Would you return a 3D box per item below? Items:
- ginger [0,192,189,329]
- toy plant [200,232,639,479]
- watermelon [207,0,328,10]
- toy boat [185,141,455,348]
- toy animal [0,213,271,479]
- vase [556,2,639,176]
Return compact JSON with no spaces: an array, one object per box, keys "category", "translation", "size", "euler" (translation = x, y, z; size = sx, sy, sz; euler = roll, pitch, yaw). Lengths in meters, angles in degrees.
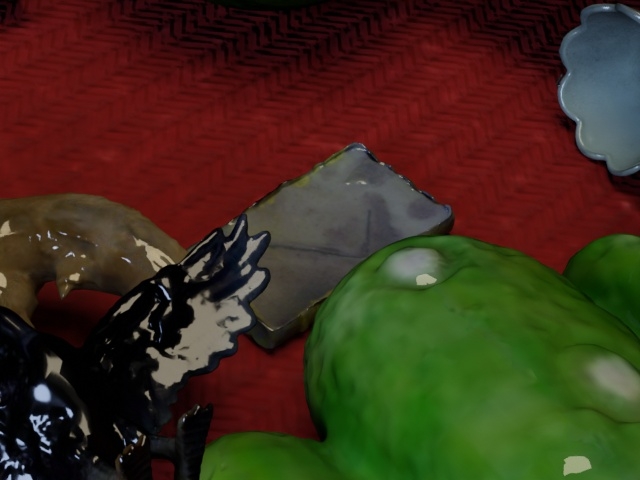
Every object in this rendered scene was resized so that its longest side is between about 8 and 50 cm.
[{"category":"ginger","translation":[-0.158,0.069,0.508],"size":[0.149,0.065,0.258],"euler":[20,49,28]},{"category":"toy plant","translation":[0.088,0.105,0.460],"size":[0.224,0.184,0.316],"euler":[-15,34,-13]},{"category":"watermelon","translation":[-0.017,-0.195,0.716],"size":[0.215,0.188,0.188],"euler":[45,45,-14]},{"category":"toy boat","translation":[0.000,0.000,0.632],"size":[0.063,0.016,0.115],"euler":[39,52,26]},{"category":"toy animal","translation":[-0.080,0.055,0.458],"size":[0.108,0.062,0.220],"euler":[31,46,28]},{"category":"vase","translation":[0.196,-0.083,0.711],"size":[0.148,0.081,0.081],"euler":[-13,48,-27]}]
